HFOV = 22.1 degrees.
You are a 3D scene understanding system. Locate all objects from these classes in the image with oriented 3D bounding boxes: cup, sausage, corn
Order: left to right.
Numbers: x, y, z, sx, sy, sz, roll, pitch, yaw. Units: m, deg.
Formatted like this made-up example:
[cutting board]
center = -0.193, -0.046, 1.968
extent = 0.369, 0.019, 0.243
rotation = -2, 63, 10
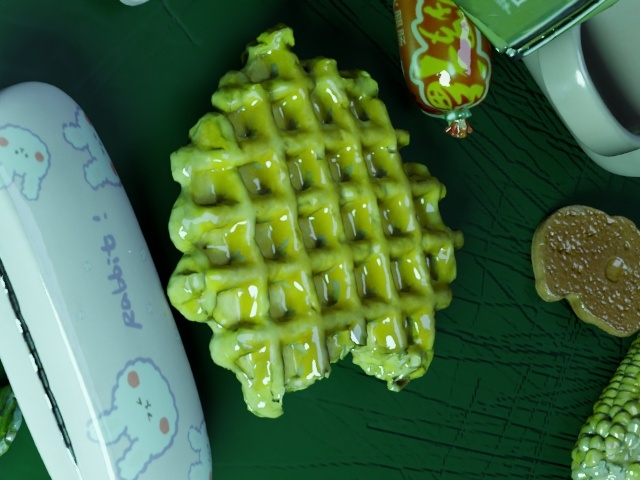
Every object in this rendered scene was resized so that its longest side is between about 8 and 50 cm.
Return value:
[sausage]
center = 0.086, -0.207, 1.233
extent = 0.083, 0.083, 0.264
rotation = -8, 90, -40
[cup]
center = 0.239, -0.154, 1.265
extent = 0.200, 0.191, 0.253
rotation = 57, 37, -23
[corn]
center = 0.291, 0.108, 1.353
extent = 0.086, 0.086, 0.288
rotation = 51, 55, -23

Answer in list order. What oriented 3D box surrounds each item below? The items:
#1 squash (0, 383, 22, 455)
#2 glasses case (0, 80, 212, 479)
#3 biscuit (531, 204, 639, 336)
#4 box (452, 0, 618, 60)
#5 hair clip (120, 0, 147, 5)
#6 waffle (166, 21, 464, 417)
[squash]
center = -0.284, 0.154, 0.876
extent = 0.318, 0.071, 0.080
rotation = -17, 78, -41
[glasses case]
center = -0.144, 0.049, 0.997
extent = 0.113, 0.075, 0.297
rotation = -35, 108, -60
[biscuit]
center = 0.229, 0.024, 1.336
extent = 0.130, 0.019, 0.102
rotation = 21, 67, -18
[box]
center = 0.085, -0.388, 1.122
extent = 0.420, 0.138, 0.373
rotation = 45, 43, -16
[hair clip]
center = -0.144, -0.282, 1.053
extent = 0.146, 0.075, 0.257
rotation = -43, 115, -49
[waffle]
center = 0.002, -0.001, 1.124
extent = 0.291, 0.051, 0.291
rotation = 19, 63, -43
